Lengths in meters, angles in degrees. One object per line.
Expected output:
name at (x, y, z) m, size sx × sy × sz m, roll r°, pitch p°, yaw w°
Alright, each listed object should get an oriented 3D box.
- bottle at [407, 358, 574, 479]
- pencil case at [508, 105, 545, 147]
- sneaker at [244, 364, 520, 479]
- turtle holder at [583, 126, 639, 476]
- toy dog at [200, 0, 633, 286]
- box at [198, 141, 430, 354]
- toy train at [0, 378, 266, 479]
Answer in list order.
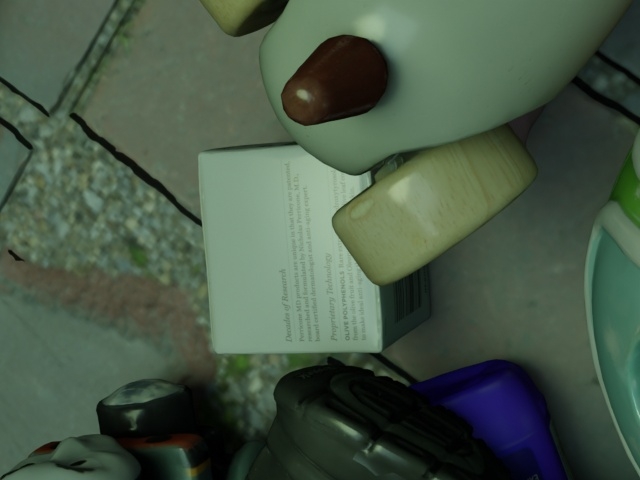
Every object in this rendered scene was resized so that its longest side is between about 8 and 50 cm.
bottle at (0.097, 0.207, 0.615) m, size 0.118 × 0.092 × 0.283 m, roll -21°, pitch 91°, yaw 14°
pencil case at (0.104, -0.168, 0.549) m, size 0.124 × 0.124 × 0.284 m, roll 33°, pitch 107°, yaw 11°
sneaker at (0.085, 0.170, 0.525) m, size 0.286 × 0.109 × 0.130 m, roll 31°, pitch 102°, yaw 12°
turtle holder at (0.219, 0.066, 0.484) m, size 0.243 × 0.227 × 0.320 m, roll 12°, pitch 101°, yaw 16°
toy dog at (0.089, -0.120, 0.415) m, size 0.220 × 0.161 × 0.334 m, roll 35°, pitch 106°, yaw 0°
box at (0.000, 0.000, 0.613) m, size 0.087 × 0.101 × 0.102 m, roll -3°, pitch 95°, yaw 19°
toy train at (-0.084, 0.245, 0.630) m, size 0.142 × 0.190 × 0.334 m, roll -5°, pitch 96°, yaw 18°
